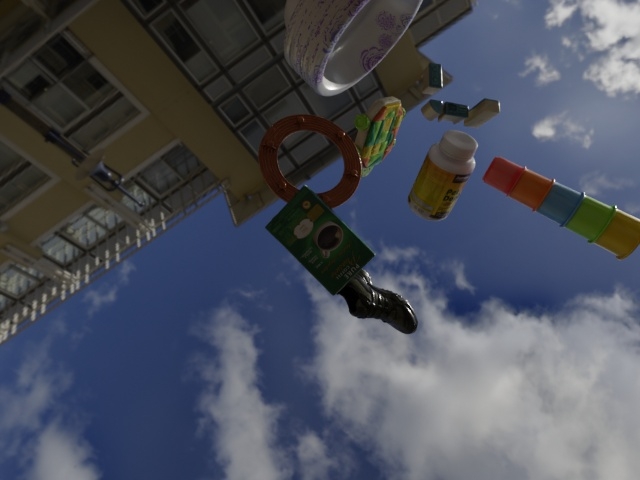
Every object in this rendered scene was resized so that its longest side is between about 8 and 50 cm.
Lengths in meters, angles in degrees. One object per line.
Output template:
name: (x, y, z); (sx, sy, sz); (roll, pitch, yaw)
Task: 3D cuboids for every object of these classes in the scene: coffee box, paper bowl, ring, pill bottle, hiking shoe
coffee box: (0.000, 0.000, 0.869); (0.184, 0.040, 0.113); (44, -83, 3)
paper bowl: (0.048, -0.421, 0.860); (0.284, 0.284, 0.148); (-42, -99, -2)
ring: (-0.026, -0.252, 1.464); (0.336, 0.337, 0.032); (-65, -173, -22)
pill bottle: (0.304, -0.160, 1.160); (0.117, 0.215, 0.117); (9, -136, -8)
hiking shoe: (0.120, 0.159, 1.102); (0.227, 0.086, 0.114); (36, -136, 12)

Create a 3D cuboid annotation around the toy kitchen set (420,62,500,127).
toy kitchen set: (0.436, -0.466, 1.471); (0.122, 0.207, 0.166); (148, -55, -71)

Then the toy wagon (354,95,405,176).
toy wagon: (0.205, -0.372, 1.779); (0.068, 0.344, 0.267); (35, -141, 26)

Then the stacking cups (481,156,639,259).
stacking cups: (0.492, -0.080, 0.962); (0.316, 0.096, 0.096); (32, -104, 12)
